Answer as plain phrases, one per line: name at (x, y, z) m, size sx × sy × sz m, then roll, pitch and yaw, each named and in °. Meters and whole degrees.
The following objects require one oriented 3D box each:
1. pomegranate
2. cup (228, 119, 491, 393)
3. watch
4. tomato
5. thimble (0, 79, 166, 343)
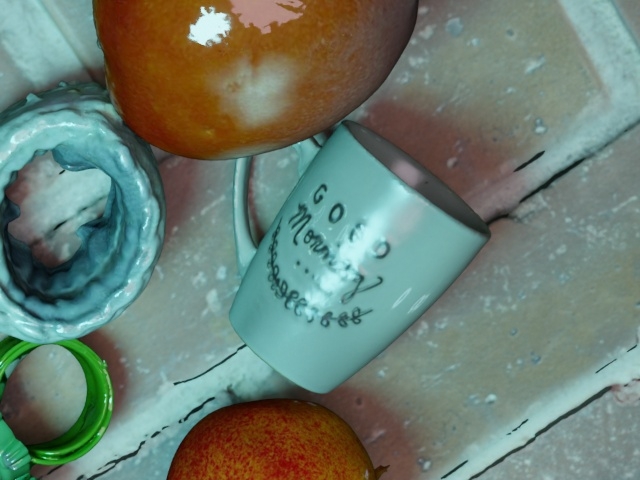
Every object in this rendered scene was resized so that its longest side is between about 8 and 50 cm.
pomegranate at (-0.038, 0.263, 1.815) m, size 0.257 × 0.221 × 0.221 m, roll 3°, pitch 105°, yaw -46°
cup at (0.000, 0.000, 1.788) m, size 0.258 × 0.186 × 0.234 m, roll 42°, pitch 101°, yaw 12°
watch at (-0.279, 0.177, 1.795) m, size 0.152 × 0.131 × 0.165 m, roll -42°, pitch 104°, yaw -19°
tomato at (-0.058, -0.229, 1.629) m, size 0.321 × 0.321 × 0.321 m, roll -3°, pitch 104°, yaw -11°
thimble at (-0.251, -0.031, 1.710) m, size 0.205 × 0.172 × 0.250 m, roll 19°, pitch 100°, yaw -14°
